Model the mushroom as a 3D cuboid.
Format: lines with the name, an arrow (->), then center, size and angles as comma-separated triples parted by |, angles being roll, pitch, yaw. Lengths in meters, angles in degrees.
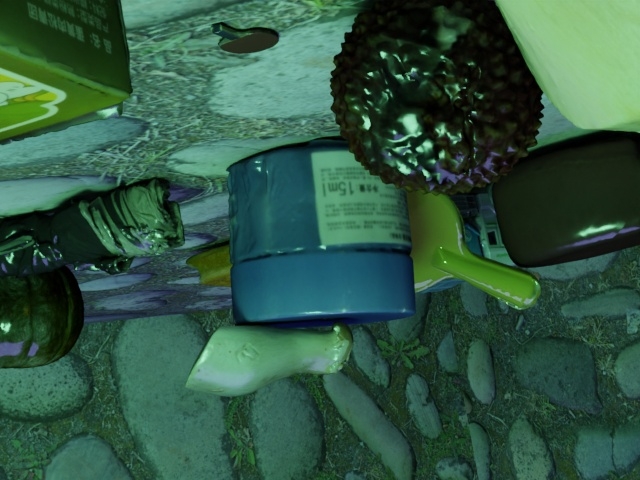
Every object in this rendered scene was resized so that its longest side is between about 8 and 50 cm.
mushroom -> -0.066, 0.154, 1.336 | 0.225, 0.093, 0.116 | 5, 148, -23

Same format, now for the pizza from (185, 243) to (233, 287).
pizza -> -0.082, 0.030, 1.985 | 0.258, 0.087, 0.268 | 4, 164, -42

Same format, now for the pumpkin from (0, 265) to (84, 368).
pumpkin -> -0.533, 0.114, 1.632 | 0.321, 0.192, 0.320 | -3, 180, 0

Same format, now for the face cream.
face cream -> 0.000, 0.000, 1.386 | 0.249, 0.225, 0.249 | -2, 170, 0

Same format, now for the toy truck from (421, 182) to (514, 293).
toy truck -> 0.187, -0.004, 1.772 | 0.367, 0.175, 0.146 | -6, 169, -31

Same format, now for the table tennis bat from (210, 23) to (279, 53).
table tennis bat -> -0.069, -0.176, 0.896 | 0.050, 0.007, 0.083 | -13, 173, 25

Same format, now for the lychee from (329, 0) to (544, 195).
lychee -> 0.100, -0.126, 0.865 | 0.188, 0.188, 0.188 | -9, 171, -1

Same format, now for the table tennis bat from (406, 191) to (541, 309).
table tennis bat -> 0.165, 0.011, 1.571 | 0.369, 0.054, 0.224 | 22, 126, -1

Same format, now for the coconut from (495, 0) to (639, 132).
coconut -> 0.168, -0.172, 0.449 | 0.259, 0.259, 0.259 | -9, 171, -1

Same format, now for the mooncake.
mooncake -> 0.430, -0.066, 1.621 | 0.326, 0.174, 0.334 | -8, 169, -19

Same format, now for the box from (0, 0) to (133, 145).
box -> -0.358, -0.122, 0.513 | 0.373, 0.138, 0.420 | -12, 172, 18

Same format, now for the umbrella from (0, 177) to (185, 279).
umbrella -> -0.357, 0.004, 1.419 | 0.358, 0.113, 0.106 | -13, -167, 20
